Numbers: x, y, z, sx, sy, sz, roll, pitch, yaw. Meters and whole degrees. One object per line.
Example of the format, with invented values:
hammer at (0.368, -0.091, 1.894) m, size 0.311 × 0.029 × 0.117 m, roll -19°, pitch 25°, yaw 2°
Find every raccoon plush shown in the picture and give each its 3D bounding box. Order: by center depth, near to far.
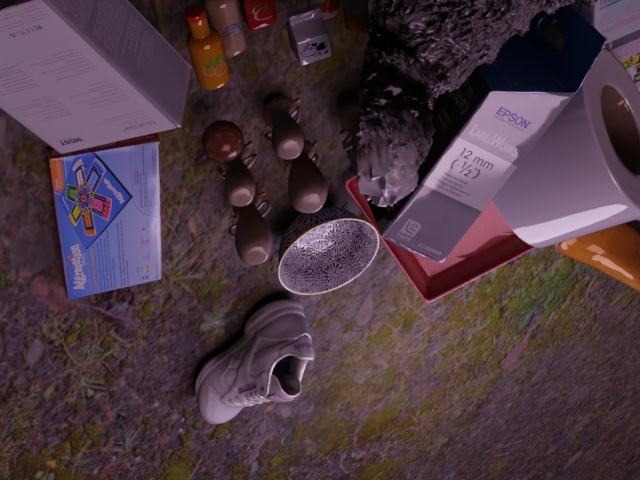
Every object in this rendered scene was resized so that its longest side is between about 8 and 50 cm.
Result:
raccoon plush at (0.209, -0.231, 1.084) m, size 0.299 × 0.446 × 0.216 m, roll 1°, pitch 164°, yaw 10°

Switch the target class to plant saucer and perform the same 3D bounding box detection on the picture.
plant saucer at (0.210, -0.061, 1.488) m, size 0.258 × 0.047 × 0.259 m, roll -29°, pitch 113°, yaw 16°

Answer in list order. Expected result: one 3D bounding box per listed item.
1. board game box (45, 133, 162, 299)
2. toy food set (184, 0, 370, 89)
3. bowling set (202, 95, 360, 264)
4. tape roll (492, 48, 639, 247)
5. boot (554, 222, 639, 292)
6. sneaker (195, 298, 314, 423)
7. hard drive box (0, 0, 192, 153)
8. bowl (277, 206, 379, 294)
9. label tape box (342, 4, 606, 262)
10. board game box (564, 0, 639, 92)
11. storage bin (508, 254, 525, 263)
board game box at (-0.296, -0.029, 1.335) m, size 0.145 × 0.027 × 0.281 m, roll -13°, pitch 140°, yaw -20°
toy food set at (-0.052, -0.277, 1.124) m, size 0.232 × 0.111 × 0.104 m, roll -19°, pitch 142°, yaw -6°
bowling set at (-0.068, -0.128, 1.294) m, size 0.287 × 0.154 × 0.200 m, roll -38°, pitch 123°, yaw 16°
tape roll at (0.349, -0.127, 1.334) m, size 0.169 × 0.246 × 0.246 m, roll -20°, pitch 151°, yaw 36°
boot at (0.605, 0.056, 1.821) m, size 0.295 × 0.211 × 0.104 m, roll 3°, pitch 133°, yaw -33°
sneaker at (-0.118, 0.241, 1.654) m, size 0.114 × 0.152 × 0.305 m, roll 9°, pitch 131°, yaw -40°
hard drive box at (-0.281, -0.201, 1.035) m, size 0.181 × 0.089 × 0.232 m, roll -8°, pitch 149°, yaw 25°
bowl at (0.000, 0.000, 1.502) m, size 0.170 × 0.080 × 0.170 m, roll -16°, pitch 142°, yaw -13°
label tape box at (0.184, -0.183, 1.248) m, size 0.115 × 0.249 × 0.347 m, roll 21°, pitch 118°, yaw -25°
board game box at (0.477, -0.316, 1.411) m, size 0.224 × 0.097 × 0.303 m, roll -23°, pitch 141°, yaw -4°
storage bin at (0.330, -0.063, 1.592) m, size 0.084 × 0.122 × 0.180 m, roll 21°, pitch 122°, yaw -44°
